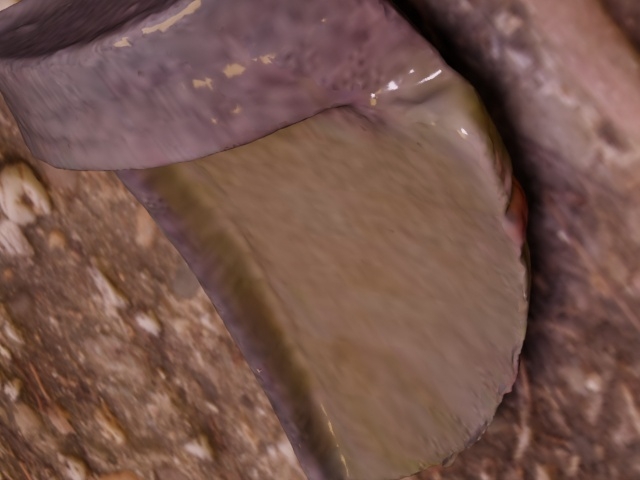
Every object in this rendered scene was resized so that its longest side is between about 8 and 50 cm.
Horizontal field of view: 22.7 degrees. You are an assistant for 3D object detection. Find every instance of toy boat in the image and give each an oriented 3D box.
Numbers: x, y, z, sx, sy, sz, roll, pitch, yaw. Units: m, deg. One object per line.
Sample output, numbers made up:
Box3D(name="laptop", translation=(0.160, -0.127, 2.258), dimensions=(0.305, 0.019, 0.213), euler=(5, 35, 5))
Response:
Box3D(name="toy boat", translation=(-0.008, -0.023, 0.685), dimensions=(0.293, 0.111, 0.276), euler=(45, 149, -11))
